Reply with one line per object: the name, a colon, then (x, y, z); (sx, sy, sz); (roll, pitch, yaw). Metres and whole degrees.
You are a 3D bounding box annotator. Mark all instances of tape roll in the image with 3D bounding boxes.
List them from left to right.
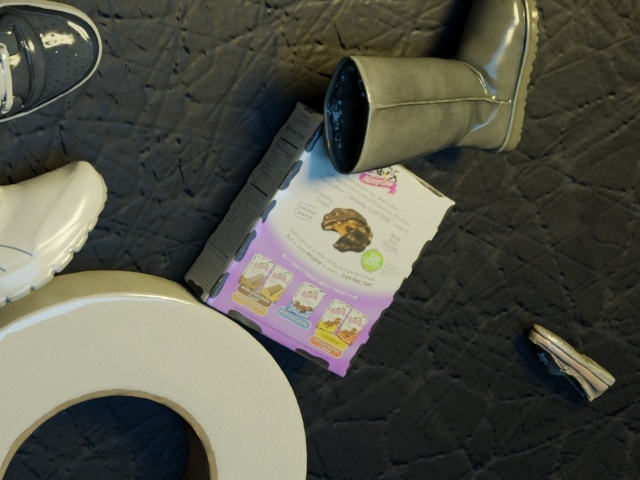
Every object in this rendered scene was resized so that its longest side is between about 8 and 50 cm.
tape roll: (-0.203, 0.219, 1.322); (0.392, 0.072, 0.392); (-8, 111, -22)

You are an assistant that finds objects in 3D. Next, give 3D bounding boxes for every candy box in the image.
candy box: (0.000, 0.000, 1.341); (0.165, 0.070, 0.196); (32, 93, -29)

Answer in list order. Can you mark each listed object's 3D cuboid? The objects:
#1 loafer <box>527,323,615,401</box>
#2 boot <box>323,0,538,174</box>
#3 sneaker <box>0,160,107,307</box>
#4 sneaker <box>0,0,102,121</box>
loafer: (0.255, 0.130, 1.517); (0.125, 0.045, 0.039); (33, 98, -32)
boot: (0.096, -0.154, 1.297); (0.208, 0.076, 0.190); (-2, 95, -35)
sneaker: (-0.313, 0.003, 1.183); (0.297, 0.111, 0.129); (-28, 110, -15)
sneaker: (-0.290, -0.115, 1.123); (0.282, 0.153, 0.099); (-13, 112, -20)
